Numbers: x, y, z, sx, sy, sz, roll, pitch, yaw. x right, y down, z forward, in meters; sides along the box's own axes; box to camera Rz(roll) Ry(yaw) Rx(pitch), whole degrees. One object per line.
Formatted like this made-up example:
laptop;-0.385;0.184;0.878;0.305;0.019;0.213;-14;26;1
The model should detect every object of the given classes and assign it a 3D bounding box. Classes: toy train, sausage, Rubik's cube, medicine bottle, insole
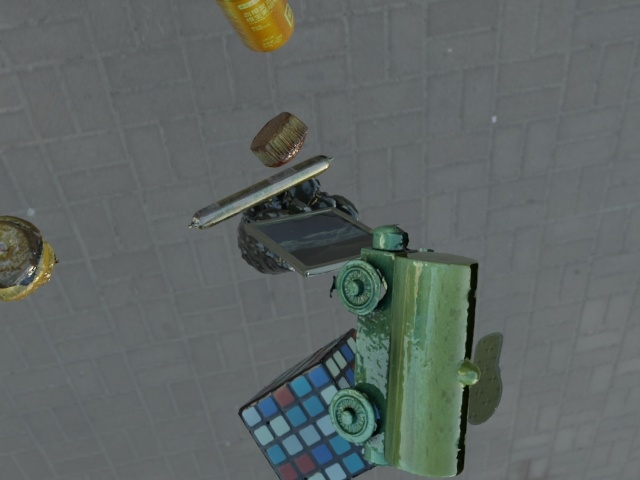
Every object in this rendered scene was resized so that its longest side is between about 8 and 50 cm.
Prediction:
toy train;0.115;0.135;0.878;0.126;0.189;0.308;-7;102;-59
sausage;-0.087;-0.077;1.109;0.269;0.033;0.033;-28;135;-25
Rubik's cube;0.012;0.280;1.160;0.187;0.184;0.182;-35;87;20
medicine bottle;-0.106;-0.363;1.051;0.096;0.096;0.192;-24;161;6
insole;0.398;0.329;1.740;0.109;0.322;0.007;-24;112;31

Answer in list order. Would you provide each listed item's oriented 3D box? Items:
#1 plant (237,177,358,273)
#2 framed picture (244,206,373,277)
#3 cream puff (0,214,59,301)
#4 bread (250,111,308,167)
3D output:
plant;-0.065;-0.032;1.568;0.199;0.188;0.276;52;145;-3
framed picture;0.000;0.000;1.246;0.188;0.260;0.023;-12;113;-24
cream puff;-0.641;0.040;1.479;0.188;0.189;0.129;-5;163;-10
bread;-0.054;-0.141;1.025;0.085;0.085;0.053;-39;116;18
